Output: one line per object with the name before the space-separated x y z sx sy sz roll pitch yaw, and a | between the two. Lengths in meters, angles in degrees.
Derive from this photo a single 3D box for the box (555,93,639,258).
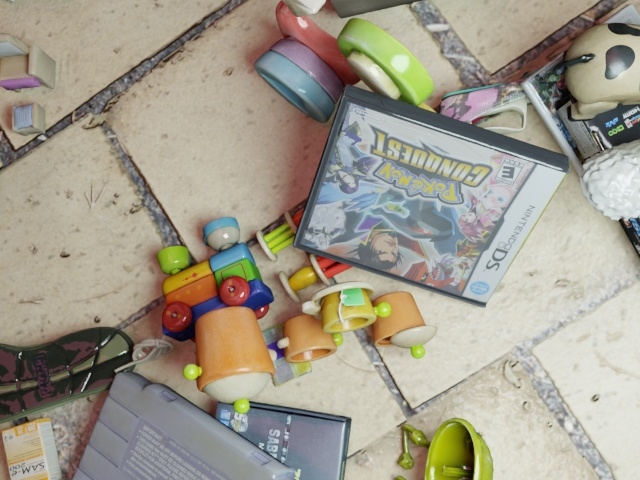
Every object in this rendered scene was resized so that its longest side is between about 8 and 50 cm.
box | 0.495 -0.117 0.976 0.295 0.073 0.293 -29 89 -1

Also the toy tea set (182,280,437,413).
toy tea set | -0.012 0.146 1.005 0.336 0.200 0.124 -13 69 -1

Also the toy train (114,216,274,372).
toy train | -0.202 0.073 1.116 0.248 0.105 0.143 -24 67 7

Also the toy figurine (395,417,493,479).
toy figurine | 0.210 0.419 0.982 0.217 0.191 0.362 14 75 -17

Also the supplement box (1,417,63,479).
supplement box | -0.420 0.315 1.147 0.062 0.036 0.098 -19 78 8

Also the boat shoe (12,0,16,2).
boat shoe | -0.518 -0.430 1.258 0.254 0.095 0.079 23 84 15

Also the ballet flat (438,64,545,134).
ballet flat | 0.273 -0.187 1.067 0.221 0.077 0.079 -18 78 3

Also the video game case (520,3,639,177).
video game case | 0.383 -0.179 1.033 0.173 0.022 0.190 -36 102 1

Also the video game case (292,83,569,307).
video game case | 0.125 -0.044 0.977 0.275 0.248 0.035 17 43 -3

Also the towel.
towel | -0.051 0.159 1.113 0.060 0.009 0.083 -22 78 8

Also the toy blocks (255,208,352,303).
toy blocks | 0.000 0.000 1.106 0.148 0.054 0.123 -31 77 5

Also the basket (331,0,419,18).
basket | 0.111 -0.415 1.106 0.227 0.154 0.204 -17 77 12

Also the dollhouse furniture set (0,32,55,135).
dollhouse furniture set | -0.574 -0.147 1.171 0.286 0.198 0.303 -4 81 11

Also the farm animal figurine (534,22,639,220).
farm animal figurine | 0.409 -0.220 0.861 0.327 0.172 0.330 -18 86 0

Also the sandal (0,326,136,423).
sandal | -0.415 0.202 1.147 0.303 0.086 0.120 -8 73 -5

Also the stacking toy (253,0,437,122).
stacking toy | 0.017 -0.190 1.022 0.309 0.279 0.130 38 88 19

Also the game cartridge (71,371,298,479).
game cartridge | -0.177 0.343 1.030 0.355 0.068 0.230 25 88 32

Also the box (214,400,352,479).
box | -0.063 0.340 1.060 0.183 0.059 0.232 7 83 12
